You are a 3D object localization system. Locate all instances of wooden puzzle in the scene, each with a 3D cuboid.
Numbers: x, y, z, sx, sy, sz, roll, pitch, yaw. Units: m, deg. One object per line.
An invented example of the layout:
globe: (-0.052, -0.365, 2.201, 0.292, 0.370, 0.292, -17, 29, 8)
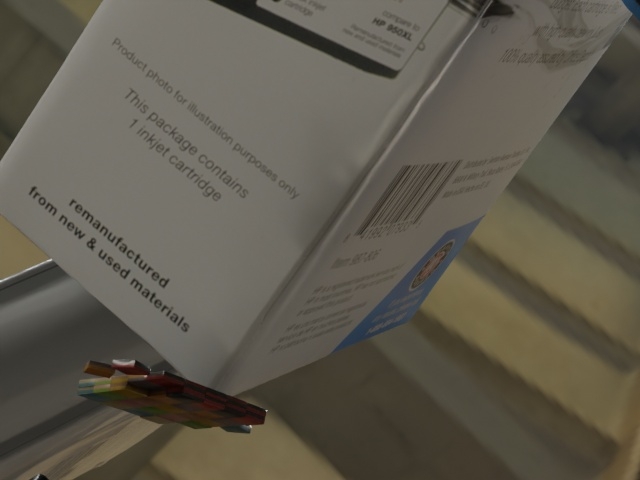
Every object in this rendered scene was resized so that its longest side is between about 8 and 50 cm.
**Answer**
wooden puzzle: (-0.054, 0.058, 0.671, 0.083, 0.049, 0.006, 25, -114, -39)

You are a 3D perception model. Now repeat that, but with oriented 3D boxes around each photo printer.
photo printer: (-0.184, 0.095, 1.101, 0.307, 0.256, 0.107, -26, -99, -42)

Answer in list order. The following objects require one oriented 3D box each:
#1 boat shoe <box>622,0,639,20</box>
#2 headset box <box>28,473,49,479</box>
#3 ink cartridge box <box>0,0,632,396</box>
boat shoe: (0.238, -0.102, 0.708, 0.258, 0.089, 0.109, 9, -111, -15)
headset box: (-0.194, 0.262, 0.711, 0.131, 0.283, 0.246, 48, -150, -19)
ink cartridge box: (0.051, -0.138, 0.946, 0.166, 0.395, 0.285, 40, -162, 13)
